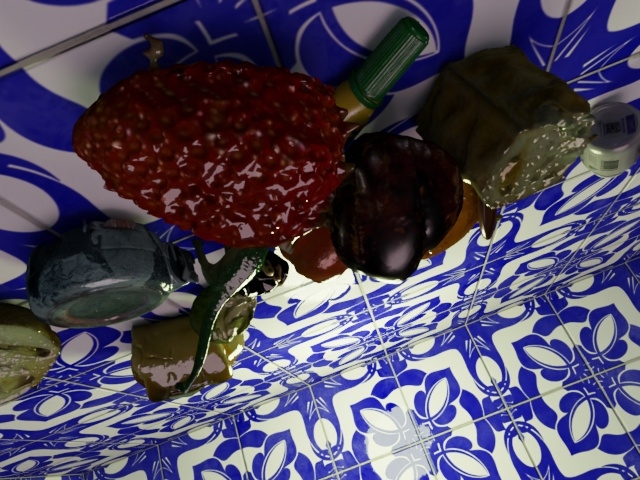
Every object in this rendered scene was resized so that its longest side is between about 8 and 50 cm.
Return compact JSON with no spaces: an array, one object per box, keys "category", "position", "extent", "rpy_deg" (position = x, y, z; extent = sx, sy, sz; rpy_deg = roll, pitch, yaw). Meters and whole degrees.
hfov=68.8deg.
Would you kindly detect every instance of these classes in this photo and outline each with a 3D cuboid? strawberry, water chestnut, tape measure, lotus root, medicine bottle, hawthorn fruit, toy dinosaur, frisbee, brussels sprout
[{"category":"strawberry","position":[-0.134,-0.138,0.645],"extent":[0.343,0.292,0.292],"rpy_deg":[21,134,-33]},{"category":"water chestnut","position":[0.111,-0.065,0.838],"extent":[0.289,0.244,0.289],"rpy_deg":[-46,174,-6]},{"category":"tape measure","position":[-0.422,0.070,0.922],"extent":[0.256,0.147,0.275],"rpy_deg":[-28,156,18]},{"category":"lotus root","position":[-0.715,0.222,1.002],"extent":[0.260,0.149,0.267],"rpy_deg":[4,126,-47]},{"category":"medicine bottle","position":[0.055,-0.230,0.775],"extent":[0.111,0.076,0.309],"rpy_deg":[-15,157,-48]},{"category":"hawthorn fruit","position":[0.000,0.000,1.064],"extent":[0.189,0.189,0.189],"rpy_deg":[-16,153,-9]},{"category":"toy dinosaur","position":[-0.169,0.103,0.985],"extent":[0.447,0.301,0.087],"rpy_deg":[-30,150,20]},{"category":"medicine bottle","position":[0.721,-0.237,1.164],"extent":[0.135,0.135,0.215],"rpy_deg":[-30,152,18]},{"category":"frisbee","position":[0.379,-0.125,1.048],"extent":[0.021,0.251,0.251],"rpy_deg":[3,163,26]},{"category":"brussels sprout","position":[-0.265,0.184,1.251],"extent":[0.183,0.145,0.131],"rpy_deg":[-54,135,-27]}]

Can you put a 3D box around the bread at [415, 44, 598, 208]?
[{"category":"bread","position":[0.316,-0.207,0.825],"extent":[0.196,0.252,0.238],"rpy_deg":[-1,143,-26]}]

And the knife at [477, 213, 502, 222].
[{"category":"knife","position":[0.405,-0.067,1.375],"extent":[0.343,0.027,0.061],"rpy_deg":[-5,153,-22]}]

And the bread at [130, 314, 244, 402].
[{"category":"bread","position":[-0.388,0.357,1.409],"extent":[0.341,0.210,0.300],"rpy_deg":[-8,153,-25]}]

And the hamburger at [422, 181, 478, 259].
[{"category":"hamburger","position":[0.235,-0.065,1.101],"extent":[0.314,0.170,0.290],"rpy_deg":[-27,153,13]}]

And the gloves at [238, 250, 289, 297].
[{"category":"gloves","position":[-0.145,0.072,1.139],"extent":[0.164,0.124,0.203],"rpy_deg":[-23,158,-24]}]
